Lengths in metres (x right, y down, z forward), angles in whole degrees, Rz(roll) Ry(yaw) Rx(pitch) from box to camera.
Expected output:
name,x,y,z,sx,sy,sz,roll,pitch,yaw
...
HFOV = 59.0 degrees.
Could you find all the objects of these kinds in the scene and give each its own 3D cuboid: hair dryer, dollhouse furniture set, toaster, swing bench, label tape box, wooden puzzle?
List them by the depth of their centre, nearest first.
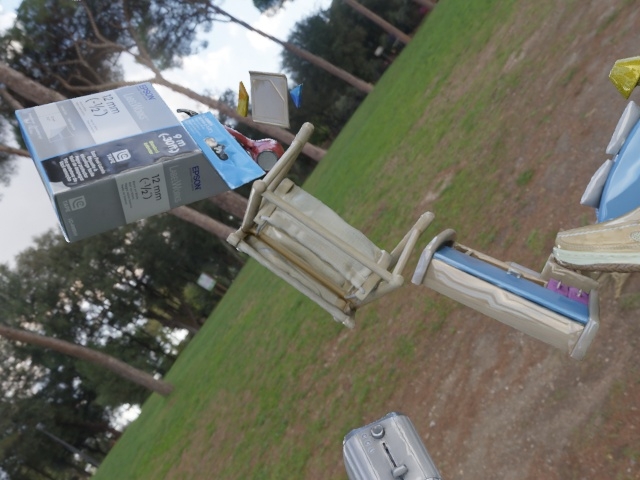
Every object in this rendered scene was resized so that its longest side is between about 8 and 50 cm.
name,x,y,z,sx,sy,sz,roll,pitch,yaw
dollhouse furniture set,0.285,-0.065,0.680,0.286,0.198,0.303,-20,-47,-63
wooden puzzle,-0.067,-0.187,0.745,0.014,0.116,0.078,-32,-45,-41
toaster,0.124,0.391,0.876,0.129,0.227,0.146,-21,34,-8
swing bench,0.000,0.000,0.919,0.165,0.253,0.254,-56,2,-37
label tape box,-0.305,-0.163,0.980,0.348,0.249,0.115,-23,-39,-23
hair dryer,-0.176,-0.239,1.330,0.080,0.223,0.293,-51,-27,14

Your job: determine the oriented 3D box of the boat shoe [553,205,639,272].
name,x,y,z,sx,sy,sz,roll,pitch,yaw
boat shoe,0.261,-0.020,0.395,0.190,0.072,0.068,-8,8,29
